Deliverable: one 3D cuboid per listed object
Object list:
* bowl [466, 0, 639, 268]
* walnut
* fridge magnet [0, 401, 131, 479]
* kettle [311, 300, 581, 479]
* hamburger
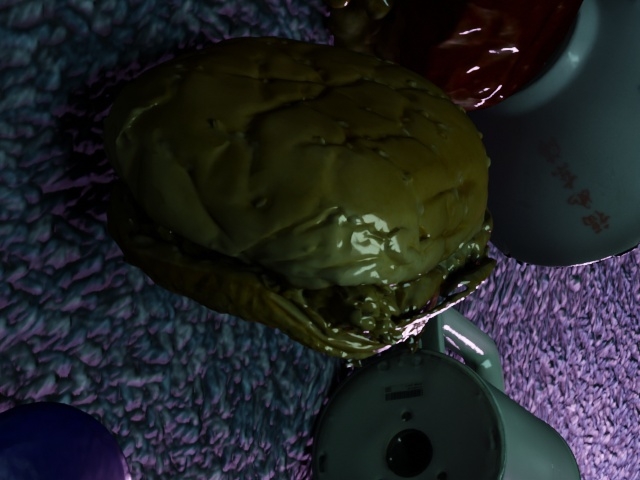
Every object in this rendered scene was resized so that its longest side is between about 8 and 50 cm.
[{"bbox_3d":[0.239,-0.159,1.575,0.157,0.345,0.345,35,74,-37],"label":"bowl"},{"bbox_3d":[0.115,-0.230,1.403,0.243,0.222,0.269,-14,135,-20],"label":"walnut"},{"bbox_3d":[-0.230,0.239,1.145,0.265,0.112,0.265,-37,136,-46],"label":"fridge magnet"},{"bbox_3d":[0.131,0.223,1.712,0.205,0.265,0.318,-41,151,10],"label":"kettle"},{"bbox_3d":[-0.004,-0.044,1.202,0.318,0.318,0.158,-28,141,-51],"label":"hamburger"}]
